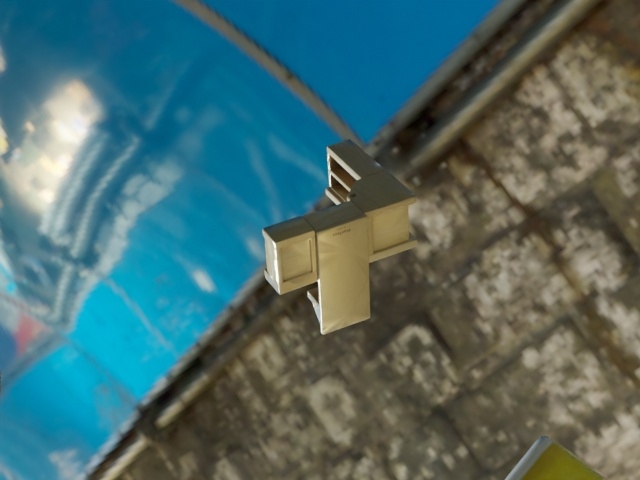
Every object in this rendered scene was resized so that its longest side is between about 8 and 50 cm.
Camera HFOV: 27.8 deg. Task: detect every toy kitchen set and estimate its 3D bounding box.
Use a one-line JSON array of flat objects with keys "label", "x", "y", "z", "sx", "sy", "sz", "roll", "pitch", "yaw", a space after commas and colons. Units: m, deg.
[{"label": "toy kitchen set", "x": 0.000, "y": 0.000, "z": 0.711, "sx": 0.083, "sy": 0.075, "sz": 0.068, "roll": -19, "pitch": -53, "yaw": -21}]

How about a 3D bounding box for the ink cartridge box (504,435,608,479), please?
[{"label": "ink cartridge box", "x": 0.081, "y": 0.256, "z": 0.304, "sx": 0.303, "sy": 0.307, "sz": 0.072, "roll": -47, "pitch": -26, "yaw": -16}]
